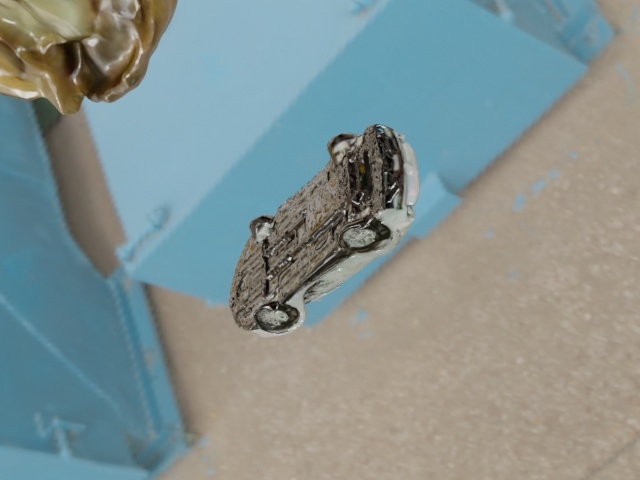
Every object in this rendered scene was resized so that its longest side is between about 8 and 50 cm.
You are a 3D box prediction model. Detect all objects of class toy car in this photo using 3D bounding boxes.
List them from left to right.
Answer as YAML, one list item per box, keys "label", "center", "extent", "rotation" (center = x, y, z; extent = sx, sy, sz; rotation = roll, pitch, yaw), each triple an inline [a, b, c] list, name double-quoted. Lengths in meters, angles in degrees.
- label: "toy car"
  center: [0.000, 0.000, 0.482]
  extent: [0.093, 0.025, 0.041]
  rotation: [-43, 38, 43]

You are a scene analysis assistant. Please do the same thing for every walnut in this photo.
- label: "walnut"
  center: [-0.170, -0.197, 0.947]
  extent: [0.238, 0.204, 0.141]
  rotation: [-35, 19, 53]
